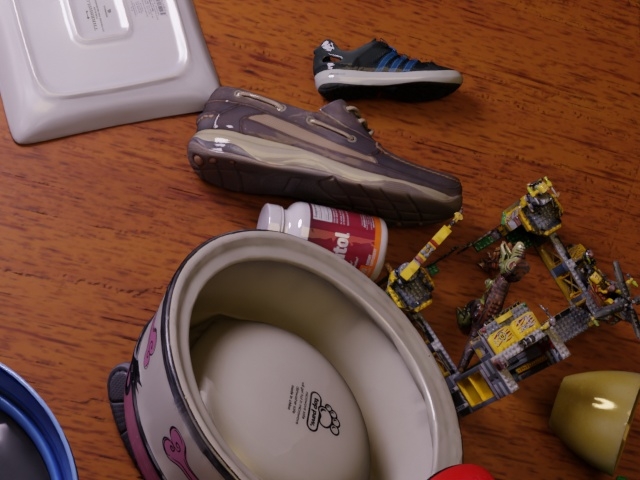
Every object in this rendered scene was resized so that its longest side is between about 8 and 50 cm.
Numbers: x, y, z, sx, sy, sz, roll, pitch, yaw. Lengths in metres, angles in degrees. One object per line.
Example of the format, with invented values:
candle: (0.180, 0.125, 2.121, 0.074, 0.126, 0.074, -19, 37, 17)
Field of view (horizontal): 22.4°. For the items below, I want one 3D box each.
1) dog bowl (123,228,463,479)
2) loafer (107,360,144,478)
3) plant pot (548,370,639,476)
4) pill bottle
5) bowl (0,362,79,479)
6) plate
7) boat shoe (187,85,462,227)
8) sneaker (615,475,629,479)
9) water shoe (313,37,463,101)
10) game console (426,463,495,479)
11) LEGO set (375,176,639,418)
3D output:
dog bowl: (-0.041, 0.195, 1.812, 0.408, 0.150, 0.408, 27, 40, -26)
loafer: (-0.136, 0.263, 1.867, 0.095, 0.109, 0.302, -25, 78, -44)
plant pot: (0.342, 0.218, 2.031, 0.095, 0.134, 0.134, 18, 66, 15)
pill bottle: (0.000, 0.000, 1.996, 0.152, 0.086, 0.086, 11, 70, -15)
bowl: (-0.445, 0.296, 1.700, 0.391, 0.077, 0.391, 0, 65, -1)
plate: (-0.279, -0.276, 2.012, 0.278, 0.045, 0.277, -13, 77, -22)
boat shoe: (0.016, -0.113, 2.012, 0.355, 0.132, 0.130, 15, 70, -15)
sneaker: (0.297, 0.395, 1.977, 0.296, 0.109, 0.123, -30, 59, -21)
water shoe: (0.090, -0.229, 2.105, 0.203, 0.073, 0.080, -1, 71, -19)
game console: (0.132, 0.444, 1.760, 0.342, 0.060, 0.386, -46, 131, -4)
LEGO set: (0.247, 0.062, 2.000, 0.331, 0.192, 0.255, -20, 81, -23)
